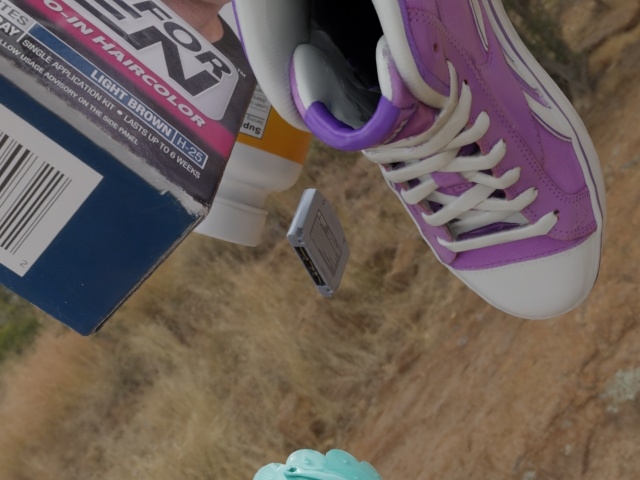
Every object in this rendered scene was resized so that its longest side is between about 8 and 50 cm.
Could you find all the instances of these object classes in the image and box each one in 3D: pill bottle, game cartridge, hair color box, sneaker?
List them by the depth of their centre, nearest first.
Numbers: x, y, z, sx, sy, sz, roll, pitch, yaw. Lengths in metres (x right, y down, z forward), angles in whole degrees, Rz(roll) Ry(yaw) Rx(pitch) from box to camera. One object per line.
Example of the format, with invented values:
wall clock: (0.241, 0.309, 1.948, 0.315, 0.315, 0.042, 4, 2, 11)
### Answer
sneaker: (0.044, -0.045, 0.385, 0.102, 0.282, 0.161, -18, 27, 29)
hair color box: (-0.125, -0.127, 0.498, 0.105, 0.174, 0.347, -43, 21, 28)
game cartridge: (0.000, 0.000, 0.708, 0.017, 0.083, 0.056, 3, 52, 29)
pill bottle: (-0.069, -0.125, 0.795, 0.136, 0.136, 0.245, -150, 78, -80)

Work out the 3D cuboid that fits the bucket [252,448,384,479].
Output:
bucket: (0.016, 0.442, 1.186, 0.281, 0.281, 0.183, -53, 27, 1)
